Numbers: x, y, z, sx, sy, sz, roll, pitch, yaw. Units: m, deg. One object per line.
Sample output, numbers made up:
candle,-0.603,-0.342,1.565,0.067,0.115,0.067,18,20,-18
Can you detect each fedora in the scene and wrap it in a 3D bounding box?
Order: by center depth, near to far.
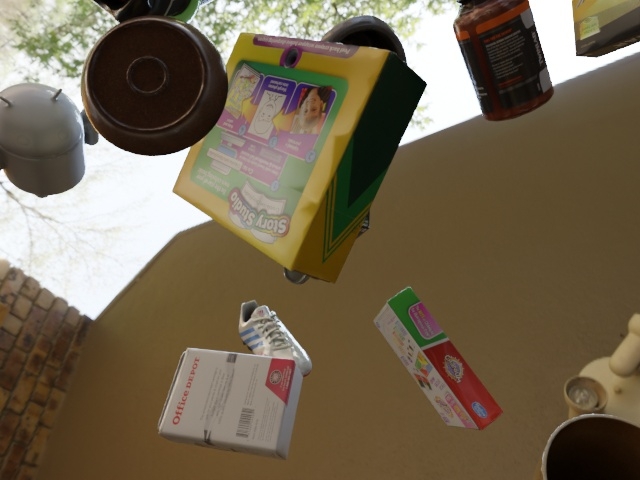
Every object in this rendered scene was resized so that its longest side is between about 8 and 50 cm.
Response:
fedora,0.070,-0.358,1.075,0.244,0.275,0.124,-13,-147,-15

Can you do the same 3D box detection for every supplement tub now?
supplement tub,0.256,-0.280,0.685,0.106,0.197,0.106,-24,-158,11

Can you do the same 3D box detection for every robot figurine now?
robot figurine,-0.702,-0.248,1.200,0.300,0.353,0.199,-35,-99,-34

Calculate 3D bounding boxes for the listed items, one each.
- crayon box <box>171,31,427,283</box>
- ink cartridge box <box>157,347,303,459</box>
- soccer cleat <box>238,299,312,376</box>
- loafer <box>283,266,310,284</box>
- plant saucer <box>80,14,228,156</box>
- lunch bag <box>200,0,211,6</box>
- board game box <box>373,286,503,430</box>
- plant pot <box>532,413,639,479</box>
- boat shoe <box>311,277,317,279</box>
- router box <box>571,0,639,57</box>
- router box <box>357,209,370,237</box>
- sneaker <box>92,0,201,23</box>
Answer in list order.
crayon box,-0.060,-0.151,0.765,0.363,0.106,0.312,30,-82,43
ink cartridge box,-0.156,0.291,0.862,0.218,0.092,0.158,4,-124,13
soccer cleat,-0.142,0.269,1.335,0.116,0.143,0.331,-13,-160,-33
loafer,-0.032,-0.029,1.224,0.112,0.319,0.111,19,-164,11
plant saucer,-0.190,-0.180,0.539,0.169,0.029,0.168,0,-96,-3
lunch bag,-0.351,-0.727,1.232,0.279,0.223,0.108,-28,-164,3
board game box,0.252,0.278,1.108,0.064,0.242,0.316,-32,-105,-12
plant pot,0.455,0.457,0.799,0.238,0.254,0.237,-1,-133,1
boat shoe,-0.008,0.000,1.517,0.095,0.257,0.095,-2,-177,-15
router box,0.689,-0.559,1.011,0.081,0.242,0.309,-7,-178,-24
router box,0.074,-0.054,1.089,0.038,0.122,0.092,7,-109,-14
sneaker,-0.356,-0.496,0.630,0.185,0.483,0.202,-35,-161,26
